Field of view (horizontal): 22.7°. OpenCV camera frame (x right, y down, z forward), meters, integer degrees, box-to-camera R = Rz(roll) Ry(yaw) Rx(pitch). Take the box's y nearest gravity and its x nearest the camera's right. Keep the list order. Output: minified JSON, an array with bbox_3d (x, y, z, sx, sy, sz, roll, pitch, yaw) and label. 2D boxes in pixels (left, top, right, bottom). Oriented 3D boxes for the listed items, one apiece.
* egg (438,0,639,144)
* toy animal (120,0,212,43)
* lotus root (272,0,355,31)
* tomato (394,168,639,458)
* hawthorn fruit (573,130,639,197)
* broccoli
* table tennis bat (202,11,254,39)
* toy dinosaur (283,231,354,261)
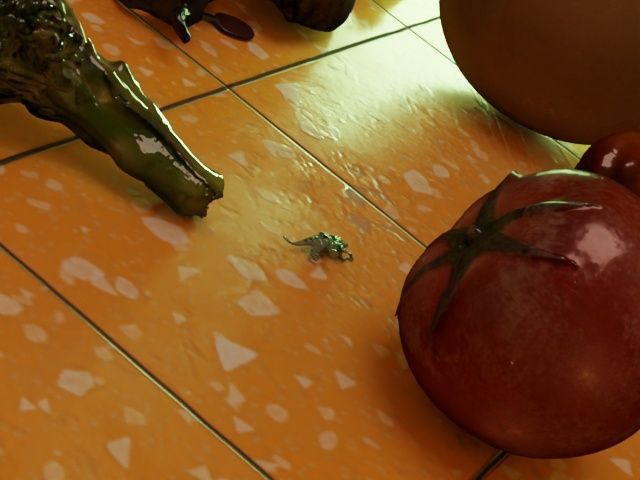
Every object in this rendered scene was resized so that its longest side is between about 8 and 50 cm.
[{"bbox_3d":[0.334,-0.282,2.081,0.374,0.301,0.301,18,31,-20],"label":"egg"},{"bbox_3d":[-0.166,-0.301,1.825,0.148,0.084,0.233,25,22,-8],"label":"toy animal"},{"bbox_3d":[-0.016,-0.389,2.030,0.210,0.142,0.314,36,22,-11],"label":"lotus root"},{"bbox_3d":[0.211,0.072,1.441,0.265,0.265,0.265,25,29,-15],"label":"tomato"},{"bbox_3d":[0.365,0.001,1.771,0.261,0.224,0.224,25,24,-48],"label":"hawthorn fruit"},{"bbox_3d":[-0.216,-0.122,1.475,0.304,0.145,0.165,37,16,-15],"label":"broccoli"},{"bbox_3d":[-0.116,-0.260,1.898,0.083,0.007,0.050,16,31,-29],"label":"table tennis bat"},{"bbox_3d":[0.000,0.000,1.588,0.083,0.021,0.062,29,21,-15],"label":"toy dinosaur"}]
